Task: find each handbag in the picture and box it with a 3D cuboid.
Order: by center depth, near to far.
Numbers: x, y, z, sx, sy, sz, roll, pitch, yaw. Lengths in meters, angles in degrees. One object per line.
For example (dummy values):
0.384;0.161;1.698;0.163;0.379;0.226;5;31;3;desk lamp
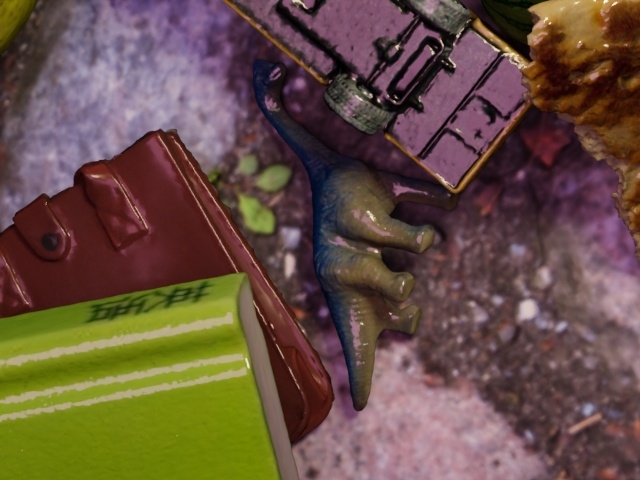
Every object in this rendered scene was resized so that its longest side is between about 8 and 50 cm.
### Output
-0.155;0.083;1.508;0.260;0.084;0.275;-31;86;18;handbag

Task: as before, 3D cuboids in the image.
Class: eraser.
-0.166;0.148;1.401;0.274;0.092;0.210;-9;110;9;eraser

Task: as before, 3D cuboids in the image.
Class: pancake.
0.243;-0.081;1.350;0.266;0.057;0.244;-6;129;-18;pancake

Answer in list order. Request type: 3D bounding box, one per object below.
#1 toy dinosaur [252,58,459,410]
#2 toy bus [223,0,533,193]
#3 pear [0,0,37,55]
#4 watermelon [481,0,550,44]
0.000;0.000;1.476;0.188;0.075;0.247;20;105;22;toy dinosaur
0.014;-0.183;1.412;0.335;0.123;0.121;40;105;9;toy bus
-0.374;-0.254;1.388;0.391;0.391;0.391;1;95;15;pear
0.203;-0.202;1.357;0.187;0.141;0.140;-5;94;-2;watermelon
